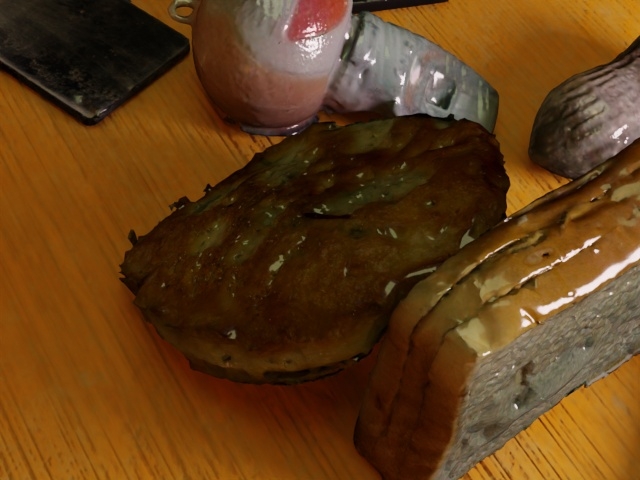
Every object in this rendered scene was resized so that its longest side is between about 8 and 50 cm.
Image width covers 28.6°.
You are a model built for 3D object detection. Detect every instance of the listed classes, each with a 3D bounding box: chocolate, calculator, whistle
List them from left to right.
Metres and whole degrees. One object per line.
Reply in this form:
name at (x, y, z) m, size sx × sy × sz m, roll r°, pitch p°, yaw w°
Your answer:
calculator at (-0.278, -0.225, 1.334) m, size 0.261 × 0.021 × 0.161 m, roll 34°, pitch 57°, yaw 21°
whistle at (0.018, -0.185, 1.237) m, size 0.348 × 0.189 × 0.189 m, roll 18°, pitch 52°, yaw -3°
chocolate at (0.309, -0.138, 1.246) m, size 0.248 × 0.110 × 0.110 m, roll -36°, pitch 62°, yaw -24°

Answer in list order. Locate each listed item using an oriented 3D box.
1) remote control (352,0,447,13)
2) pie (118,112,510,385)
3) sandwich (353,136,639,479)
remote control at (0.021, -0.272, 1.386) m, size 0.245 × 0.025 × 0.063 m, roll -9°, pitch 52°, yaw -10°
pie at (0.000, 0.000, 1.059) m, size 0.354 × 0.103 × 0.288 m, roll 0°, pitch 39°, yaw 37°
sandwich at (0.178, 0.058, 0.977) m, size 0.301 × 0.271 × 0.099 m, roll -29°, pitch 67°, yaw -23°
